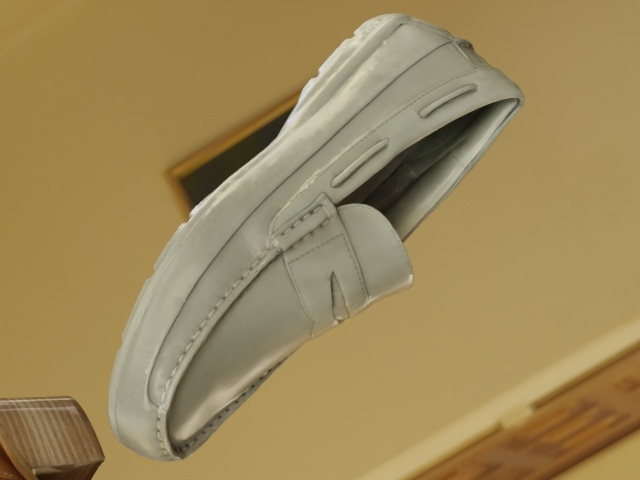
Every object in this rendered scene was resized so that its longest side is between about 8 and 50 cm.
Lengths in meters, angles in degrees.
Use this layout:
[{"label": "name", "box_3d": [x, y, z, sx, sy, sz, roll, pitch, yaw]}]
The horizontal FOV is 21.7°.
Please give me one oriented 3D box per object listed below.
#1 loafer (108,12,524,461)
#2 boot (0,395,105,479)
[{"label": "loafer", "box_3d": [0.000, 0.000, 0.960, 0.111, 0.319, 0.112, 27, 158, 25]}, {"label": "boot", "box_3d": [-0.202, 0.205, 0.968, 0.220, 0.109, 0.283, -7, -129, -34]}]
